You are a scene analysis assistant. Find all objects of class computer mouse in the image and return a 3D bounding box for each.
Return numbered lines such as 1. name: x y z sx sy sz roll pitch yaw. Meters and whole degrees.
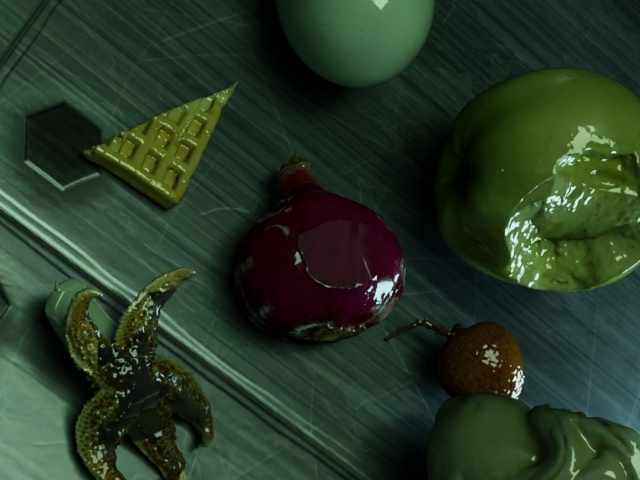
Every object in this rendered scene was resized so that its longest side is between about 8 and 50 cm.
1. computer mouse: -0.241 0.083 1.584 0.056 0.032 0.110 -47 119 -29

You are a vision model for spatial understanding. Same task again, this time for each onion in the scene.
1. onion: 0.000 0.000 1.725 0.195 0.140 0.218 -1 71 -27

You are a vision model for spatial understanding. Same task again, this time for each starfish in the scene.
1. starfish: -0.182 0.133 1.576 0.238 0.071 0.216 53 57 -38

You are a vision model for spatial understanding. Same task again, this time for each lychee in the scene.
1. lychee: 0.173 0.134 1.806 0.114 0.101 0.140 -35 97 -33

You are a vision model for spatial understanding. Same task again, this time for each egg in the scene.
1. egg: 0.037 -0.301 1.808 0.183 0.183 0.264 6 65 -32

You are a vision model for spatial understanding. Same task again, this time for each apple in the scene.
1. apple: 0.271 -0.074 1.848 0.279 0.279 0.279 11 69 -31

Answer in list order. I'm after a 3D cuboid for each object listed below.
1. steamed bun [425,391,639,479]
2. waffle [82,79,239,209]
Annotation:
1. steamed bun: 0.261 0.313 1.700 0.324 0.310 0.219 36 70 -34
2. waffle: -0.169 -0.138 1.717 0.125 0.032 0.191 32 58 -19
